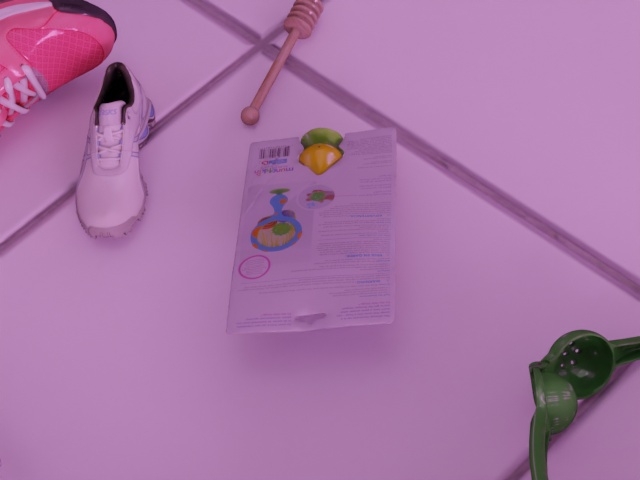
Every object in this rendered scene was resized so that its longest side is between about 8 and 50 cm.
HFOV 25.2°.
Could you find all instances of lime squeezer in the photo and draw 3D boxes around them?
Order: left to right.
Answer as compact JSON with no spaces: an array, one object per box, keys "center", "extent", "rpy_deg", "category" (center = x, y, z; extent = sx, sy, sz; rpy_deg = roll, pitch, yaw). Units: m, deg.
[{"center":[0.205,0.121,1.089],"extent":[0.110,0.058,0.310],"rpy_deg":[25,36,30],"category":"lime squeezer"}]

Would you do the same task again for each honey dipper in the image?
[{"center":[-0.040,-0.174,1.394],"extent":[0.030,0.030,0.160],"rpy_deg":[15,60,18],"category":"honey dipper"}]

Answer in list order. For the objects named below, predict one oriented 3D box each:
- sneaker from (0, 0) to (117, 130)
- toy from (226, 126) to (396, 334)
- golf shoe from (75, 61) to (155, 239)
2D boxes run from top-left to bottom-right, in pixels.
[{"center":[-0.333,-0.126,1.362],"extent":[0.314,0.116,0.136],"rpy_deg":[-20,63,1],"category":"sneaker"},{"center":[0.000,0.000,1.235],"extent":[0.137,0.056,0.237],"rpy_deg":[-5,47,9],"category":"toy"},{"center":[-0.195,-0.085,1.309],"extent":[0.069,0.086,0.176],"rpy_deg":[-3,54,3],"category":"golf shoe"}]
